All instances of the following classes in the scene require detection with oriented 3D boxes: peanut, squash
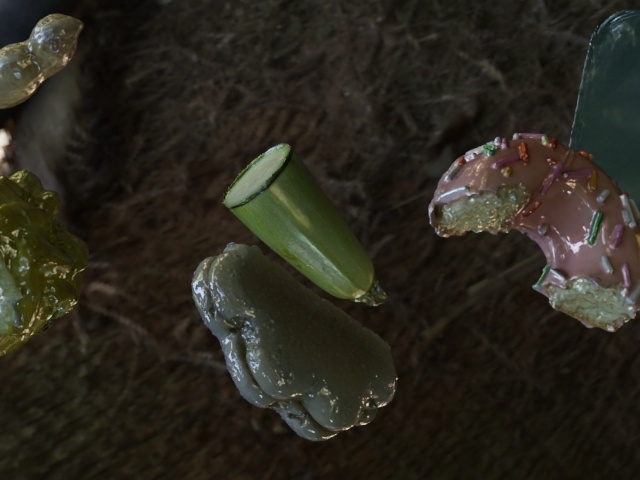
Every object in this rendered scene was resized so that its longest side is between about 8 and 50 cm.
[{"bbox_3d":[-0.470,-0.291,2.027,0.228,0.104,0.085,-32,78,17],"label":"peanut"},{"bbox_3d":[0.000,0.000,1.330,0.094,0.094,0.224,-7,135,50],"label":"squash"}]

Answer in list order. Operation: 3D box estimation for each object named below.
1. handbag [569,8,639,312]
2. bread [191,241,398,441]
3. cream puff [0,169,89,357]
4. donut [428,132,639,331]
[{"bbox_3d":[0.327,-0.050,0.994,0.260,0.079,0.247,12,85,18],"label":"handbag"},{"bbox_3d":[-0.029,0.149,1.609,0.102,0.183,0.337,-34,126,28],"label":"bread"},{"bbox_3d":[-0.365,0.003,1.456,0.221,0.194,0.195,52,143,-13],"label":"cream puff"},{"bbox_3d":[0.160,-0.020,0.855,0.166,0.117,0.065,32,143,-15],"label":"donut"}]
